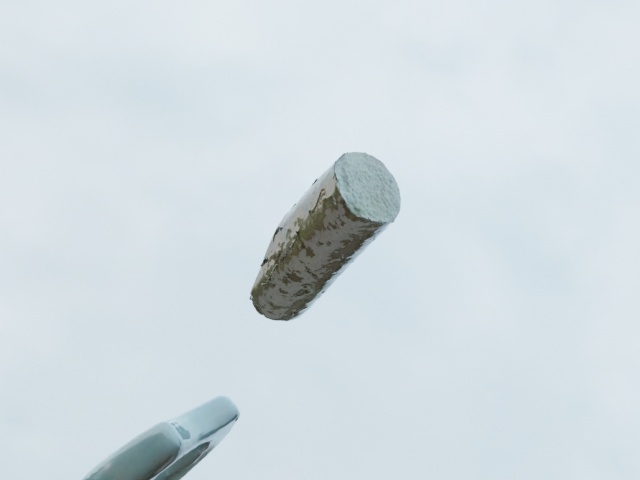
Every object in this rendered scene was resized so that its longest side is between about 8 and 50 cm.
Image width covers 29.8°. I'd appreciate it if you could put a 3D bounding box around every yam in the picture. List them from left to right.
[{"bbox_3d":[0.000,0.000,1.410,0.106,0.106,0.259,26,-39,-15],"label":"yam"}]

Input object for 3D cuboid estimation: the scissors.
[{"bbox_3d":[-0.141,0.182,0.716,0.029,0.191,0.360,52,-20,13],"label":"scissors"}]
